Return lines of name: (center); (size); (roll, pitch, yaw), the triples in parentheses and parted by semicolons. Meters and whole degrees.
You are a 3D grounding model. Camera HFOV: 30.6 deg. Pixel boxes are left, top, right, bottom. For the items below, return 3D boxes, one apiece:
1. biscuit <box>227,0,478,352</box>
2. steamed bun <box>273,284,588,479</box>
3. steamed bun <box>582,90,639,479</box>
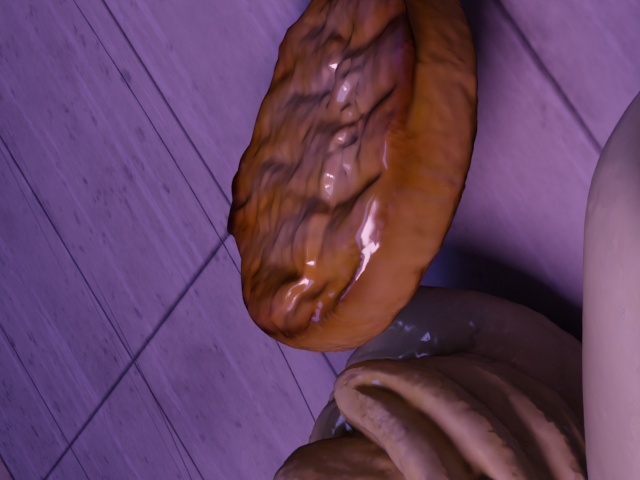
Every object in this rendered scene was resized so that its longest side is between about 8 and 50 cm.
biscuit: (0.024, -0.061, 0.866); (0.296, 0.102, 0.296); (-167, 90, -68)
steamed bun: (0.078, 0.194, 0.836); (0.325, 0.372, 0.230); (-7, 135, 40)
steamed bun: (0.302, 0.124, 0.508); (0.456, 0.290, 0.371); (27, 135, 45)
